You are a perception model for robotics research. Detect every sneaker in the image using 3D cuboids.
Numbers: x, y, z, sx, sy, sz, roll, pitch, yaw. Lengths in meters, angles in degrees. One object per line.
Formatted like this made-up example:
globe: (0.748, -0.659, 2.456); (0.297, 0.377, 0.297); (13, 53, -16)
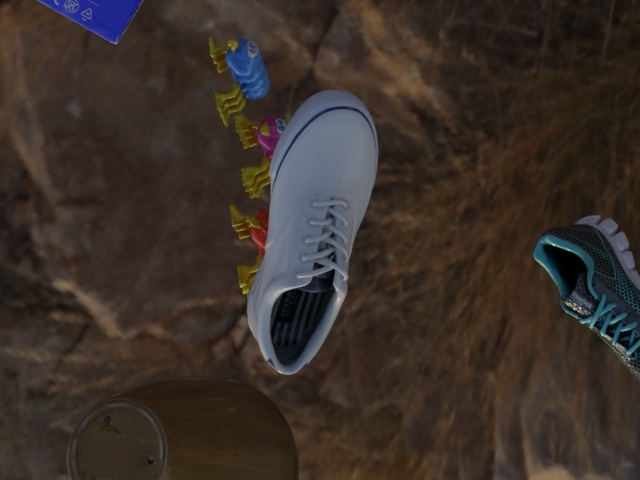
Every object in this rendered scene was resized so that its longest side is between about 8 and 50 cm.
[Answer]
sneaker: (0.000, 0.000, 1.210); (0.094, 0.091, 0.258); (1, 122, -18)
sneaker: (0.210, 0.051, 1.034); (0.076, 0.166, 0.065); (0, 134, -39)

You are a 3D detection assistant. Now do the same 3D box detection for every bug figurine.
bug figurine: (-0.053, -0.068, 1.454); (0.072, 0.279, 0.216); (-11, 159, 5)

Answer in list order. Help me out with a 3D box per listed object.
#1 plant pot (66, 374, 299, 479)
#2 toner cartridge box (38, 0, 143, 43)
plant pot: (-0.175, 0.255, 1.608); (0.237, 0.237, 0.254); (0, 167, 18)
toner cartridge box: (-0.360, -0.358, 1.597); (0.348, 0.165, 0.075); (29, 110, -18)
